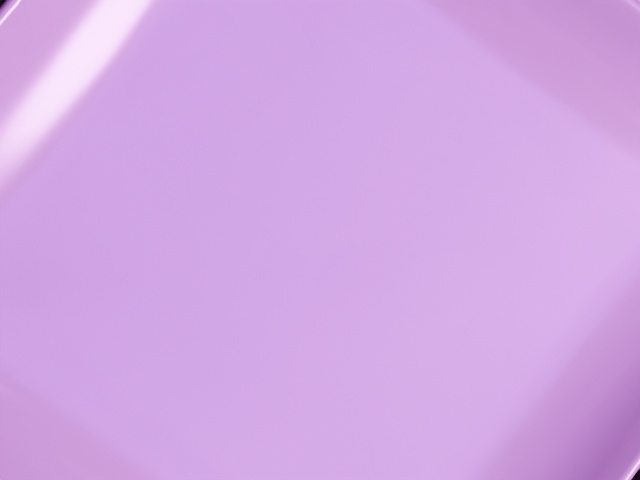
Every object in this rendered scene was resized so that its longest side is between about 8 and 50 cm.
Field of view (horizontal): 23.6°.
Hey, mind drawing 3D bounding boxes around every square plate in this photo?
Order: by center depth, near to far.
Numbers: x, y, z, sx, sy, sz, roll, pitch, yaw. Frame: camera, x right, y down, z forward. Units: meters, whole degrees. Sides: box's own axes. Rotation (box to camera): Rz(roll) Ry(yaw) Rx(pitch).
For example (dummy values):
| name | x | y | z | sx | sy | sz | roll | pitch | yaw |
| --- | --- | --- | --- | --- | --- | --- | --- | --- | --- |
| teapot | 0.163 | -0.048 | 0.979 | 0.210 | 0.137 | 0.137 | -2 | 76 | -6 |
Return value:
| name | x | y | z | sx | sy | sz | roll | pitch | yaw |
| --- | --- | --- | --- | --- | --- | --- | --- | --- | --- |
| square plate | 0.000 | 0.000 | 0.674 | 0.344 | 0.049 | 0.347 | 38 | 84 | -3 |

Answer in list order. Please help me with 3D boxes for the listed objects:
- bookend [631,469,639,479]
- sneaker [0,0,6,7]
| name | x | y | z | sx | sy | sz | roll | pitch | yaw |
| --- | --- | --- | --- | --- | --- | --- | --- | --- | --- |
| bookend | 0.142 | 0.152 | 0.752 | 0.157 | 0.156 | 0.072 | -16 | 78 | 25 |
| sneaker | -0.032 | -0.279 | 0.762 | 0.202 | 0.185 | 0.483 | 32 | 71 | -3 |
